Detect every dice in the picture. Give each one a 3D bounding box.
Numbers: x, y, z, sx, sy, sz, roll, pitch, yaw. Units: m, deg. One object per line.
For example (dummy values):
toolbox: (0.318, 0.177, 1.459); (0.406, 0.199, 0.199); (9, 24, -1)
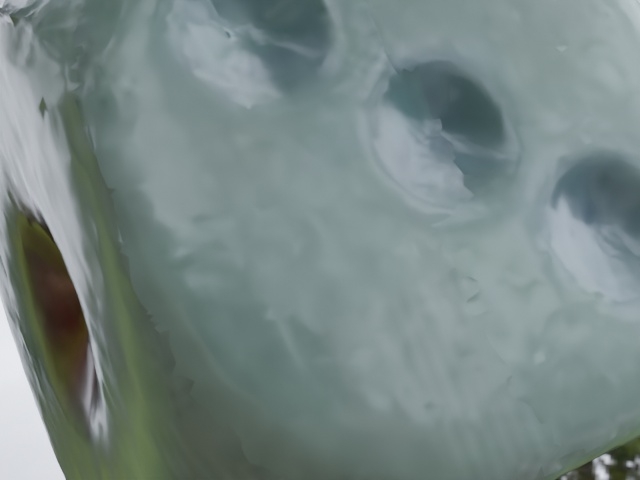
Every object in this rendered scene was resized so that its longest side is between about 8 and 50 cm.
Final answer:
dice: (0.000, 0.000, 0.539); (0.263, 0.268, 0.264); (-16, -12, -24)
